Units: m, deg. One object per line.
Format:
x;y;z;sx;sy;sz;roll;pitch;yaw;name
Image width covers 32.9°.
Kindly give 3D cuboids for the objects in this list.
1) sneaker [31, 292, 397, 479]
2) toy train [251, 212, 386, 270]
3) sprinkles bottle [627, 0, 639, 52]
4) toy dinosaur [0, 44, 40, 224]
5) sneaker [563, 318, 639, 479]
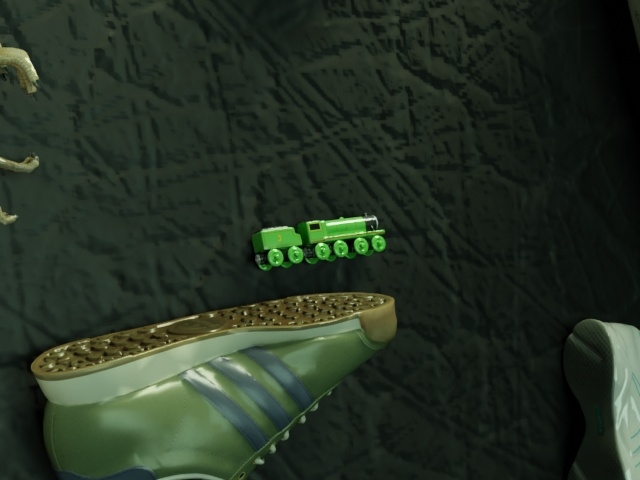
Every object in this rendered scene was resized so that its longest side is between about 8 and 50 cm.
-0.045;0.082;0.537;0.192;0.064;0.086;-10;101;-32;sneaker
0.000;0.000;0.591;0.083;0.017;0.023;-8;82;-32;toy train
0.276;-0.104;0.708;0.121;0.121;0.355;-21;99;-31;sprinkles bottle
-0.173;-0.063;0.462;0.092;0.053;0.183;-21;99;-30;toy dinosaur
0.193;0.126;0.688;0.061;0.054;0.152;3;86;-35;sneaker
